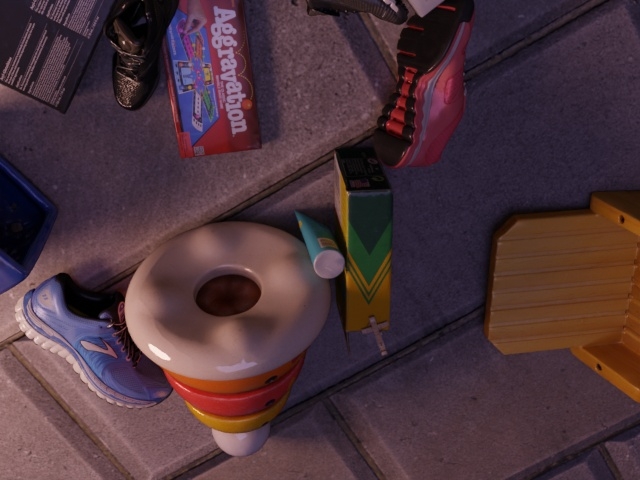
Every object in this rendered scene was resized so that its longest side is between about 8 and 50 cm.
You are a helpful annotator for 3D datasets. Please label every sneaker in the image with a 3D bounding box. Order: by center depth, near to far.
[{"bbox_3d":[-0.302,-0.298,1.419,0.087,0.130,0.227,30,123,3],"label":"sneaker"},{"bbox_3d":[0.029,-0.400,1.449,0.234,0.078,0.106,28,112,-14],"label":"sneaker"},{"bbox_3d":[0.197,-0.269,1.527,0.136,0.116,0.314,6,111,-41],"label":"sneaker"},{"bbox_3d":[-0.394,0.184,1.653,0.147,0.130,0.330,-42,112,16],"label":"sneaker"}]

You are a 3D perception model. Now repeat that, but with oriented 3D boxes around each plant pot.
[{"bbox_3d":[-0.611,-0.018,1.481,0.212,0.236,0.236,-35,115,17],"label":"plant pot"}]

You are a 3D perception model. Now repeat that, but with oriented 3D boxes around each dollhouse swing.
[{"bbox_3d":[0.518,0.120,1.639,0.305,0.315,0.347,-11,118,-23],"label":"dollhouse swing"}]

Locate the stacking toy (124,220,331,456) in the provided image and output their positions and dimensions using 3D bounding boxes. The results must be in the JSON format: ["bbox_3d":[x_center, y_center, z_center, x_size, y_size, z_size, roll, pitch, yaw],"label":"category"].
[{"bbox_3d":[-0.151,0.233,1.654,0.350,0.351,0.480,-5,134,-3],"label":"stacking toy"}]

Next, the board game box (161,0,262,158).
[{"bbox_3d":[-0.187,-0.281,1.508,0.145,0.027,0.281,-8,116,-3],"label":"board game box"}]

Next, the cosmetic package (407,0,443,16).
[{"bbox_3d":[0.222,-0.577,1.373,0.377,0.097,0.284,-36,111,11],"label":"cosmetic package"}]

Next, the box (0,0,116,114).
[{"bbox_3d":[-0.430,-0.362,1.403,0.184,0.103,0.261,25,111,-19],"label":"box"}]

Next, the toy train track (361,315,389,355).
[{"bbox_3d":[0.100,0.166,1.537,0.048,0.014,0.083,-19,119,3],"label":"toy train track"}]

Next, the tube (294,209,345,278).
[{"bbox_3d":[0.000,0.000,1.561,0.080,0.207,0.052,35,103,-20],"label":"tube"}]

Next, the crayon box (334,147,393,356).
[{"bbox_3d":[0.072,0.019,1.582,0.081,0.202,0.318,-2,117,-5],"label":"crayon box"}]
